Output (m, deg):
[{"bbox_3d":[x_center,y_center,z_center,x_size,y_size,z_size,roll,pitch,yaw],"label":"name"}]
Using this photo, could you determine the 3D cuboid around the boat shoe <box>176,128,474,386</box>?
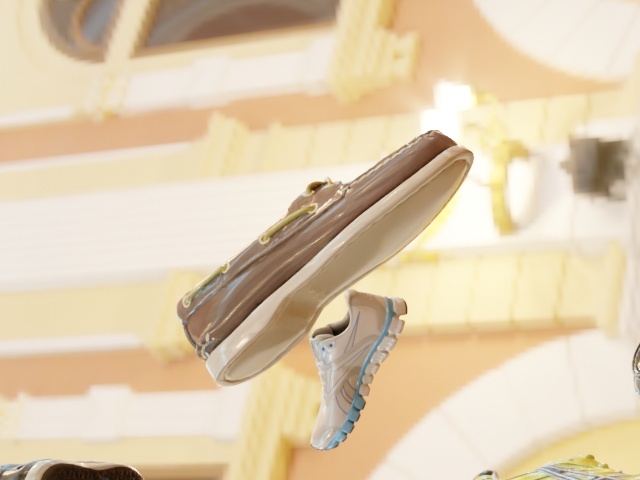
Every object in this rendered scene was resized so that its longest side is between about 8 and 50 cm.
[{"bbox_3d":[0.000,0.000,1.661,0.097,0.324,0.116,53,-167,24],"label":"boat shoe"}]

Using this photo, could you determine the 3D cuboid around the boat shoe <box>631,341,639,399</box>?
[{"bbox_3d":[0.359,0.034,1.643,0.121,0.119,0.335,-83,15,-46],"label":"boat shoe"}]

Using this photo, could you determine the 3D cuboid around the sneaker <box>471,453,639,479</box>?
[{"bbox_3d":[0.304,0.283,1.839,0.147,0.384,0.145,-75,-30,-42],"label":"sneaker"}]

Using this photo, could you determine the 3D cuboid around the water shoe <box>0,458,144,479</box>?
[{"bbox_3d":[-0.249,0.252,1.791,0.203,0.080,0.073,34,-117,-57],"label":"water shoe"}]

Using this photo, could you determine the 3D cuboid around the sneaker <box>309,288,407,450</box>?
[{"bbox_3d":[0.018,0.134,1.901,0.071,0.083,0.191,-119,50,-71],"label":"sneaker"}]
